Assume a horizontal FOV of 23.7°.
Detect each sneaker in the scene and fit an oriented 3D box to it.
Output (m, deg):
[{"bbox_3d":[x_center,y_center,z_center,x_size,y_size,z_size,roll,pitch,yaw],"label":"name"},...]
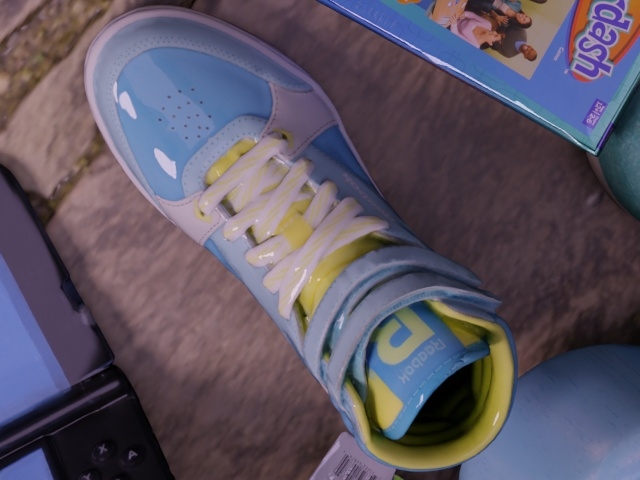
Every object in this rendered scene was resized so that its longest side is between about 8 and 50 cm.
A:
[{"bbox_3d":[0.000,0.000,0.856,0.127,0.208,0.319,-45,109,2],"label":"sneaker"}]

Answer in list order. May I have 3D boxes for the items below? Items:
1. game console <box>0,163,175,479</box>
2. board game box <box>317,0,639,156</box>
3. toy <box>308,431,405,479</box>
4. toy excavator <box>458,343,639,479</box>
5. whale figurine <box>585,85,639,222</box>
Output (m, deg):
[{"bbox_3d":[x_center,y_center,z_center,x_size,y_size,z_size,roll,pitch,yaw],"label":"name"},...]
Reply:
[{"bbox_3d":[-0.248,0.138,0.860,0.293,0.250,0.173,-29,135,-5],"label":"game console"},{"bbox_3d":[0.107,-0.167,0.876,0.210,0.047,0.160,31,96,10],"label":"board game box"},{"bbox_3d":[-0.010,0.251,0.998,0.137,0.056,0.237,38,87,-21],"label":"toy"},{"bbox_3d":[0.130,0.211,0.930,0.445,0.222,0.433,16,99,-18],"label":"toy excavator"},{"bbox_3d":[0.300,-0.066,0.946,0.272,0.141,0.216,17,99,-17],"label":"whale figurine"}]
